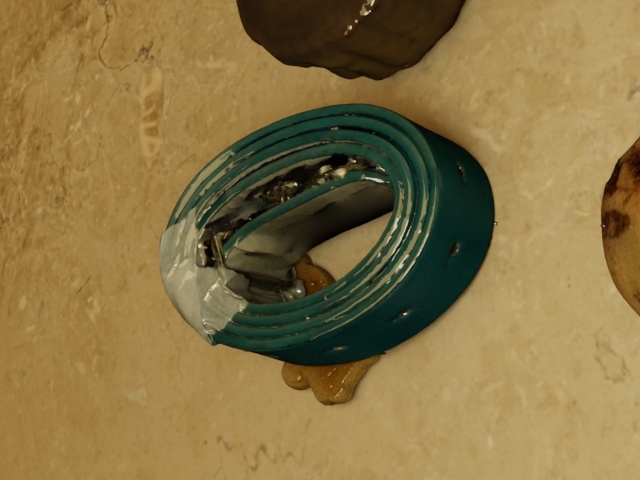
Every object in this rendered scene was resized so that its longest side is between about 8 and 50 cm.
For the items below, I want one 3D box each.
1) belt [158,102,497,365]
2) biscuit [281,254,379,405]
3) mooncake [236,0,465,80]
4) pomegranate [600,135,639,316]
[{"bbox_3d":[0.001,-0.001,2.131,0.436,0.173,0.300,-22,64,33],"label":"belt"},{"bbox_3d":[-0.006,0.117,2.236,0.225,0.036,0.166,43,106,40],"label":"biscuit"},{"bbox_3d":[0.047,-0.367,2.173,0.324,0.187,0.324,-12,72,41],"label":"mooncake"},{"bbox_3d":[0.436,-0.018,1.663,0.322,0.322,0.322,-10,76,42],"label":"pomegranate"}]
